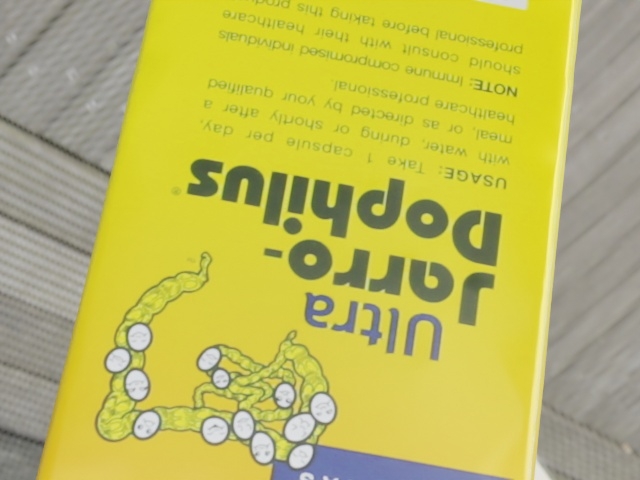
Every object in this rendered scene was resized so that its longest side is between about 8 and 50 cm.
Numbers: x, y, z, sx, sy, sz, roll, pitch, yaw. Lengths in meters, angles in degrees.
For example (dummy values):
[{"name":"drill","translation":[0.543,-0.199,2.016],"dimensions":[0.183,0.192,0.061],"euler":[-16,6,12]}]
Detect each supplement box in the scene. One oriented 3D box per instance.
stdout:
[{"name":"supplement box","translation":[0.000,0.000,0.726],"dimensions":[0.195,0.356,0.194],"euler":[10,156,-2]}]
